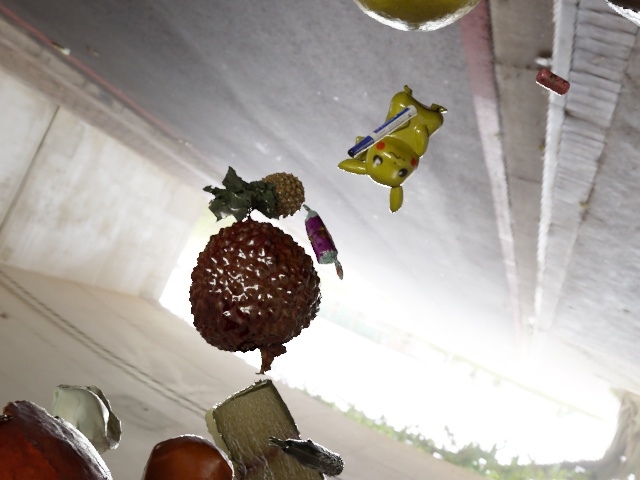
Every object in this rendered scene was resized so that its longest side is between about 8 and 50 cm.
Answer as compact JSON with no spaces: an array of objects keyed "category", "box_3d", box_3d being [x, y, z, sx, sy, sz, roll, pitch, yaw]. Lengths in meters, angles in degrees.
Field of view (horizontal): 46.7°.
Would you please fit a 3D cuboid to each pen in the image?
[{"category":"pen","box_3d":[0.128,-0.226,1.523,0.025,0.204,0.025,34,145,28]}]

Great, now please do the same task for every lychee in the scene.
[{"category":"lychee","box_3d":[-0.120,0.106,1.403,0.265,0.299,0.264,-10,-176,1]}]

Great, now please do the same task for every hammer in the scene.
[{"category":"hammer","box_3d":[0.565,-0.385,1.800,0.083,0.043,0.043,31,176,6]}]

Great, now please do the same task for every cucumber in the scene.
[{"category":"cucumber","box_3d":[-0.016,0.292,1.016,0.043,0.038,0.163,-2,152,27]}]

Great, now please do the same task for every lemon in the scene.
[{"category":"lemon","box_3d":[0.195,-0.588,1.500,0.348,0.347,0.348,24,176,2]}]

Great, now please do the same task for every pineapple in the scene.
[{"category":"pineapple","box_3d":[-0.137,-0.102,1.632,0.119,0.130,0.277,-3,-175,26]}]

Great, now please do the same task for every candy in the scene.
[{"category":"candy","box_3d":[0.000,0.000,1.321,0.175,0.043,0.045,65,-177,37]}]

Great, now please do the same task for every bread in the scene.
[{"category":"bread","box_3d":[-0.114,0.467,1.655,0.345,0.242,0.405,61,159,14]}]

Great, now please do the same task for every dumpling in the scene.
[{"category":"dumpling","box_3d":[-0.528,0.403,1.683,0.151,0.124,0.229,15,-152,-41]}]

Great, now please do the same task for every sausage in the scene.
[{"category":"sausage","box_3d":[-0.221,0.425,1.133,0.141,0.153,0.268,20,-140,-8]}]

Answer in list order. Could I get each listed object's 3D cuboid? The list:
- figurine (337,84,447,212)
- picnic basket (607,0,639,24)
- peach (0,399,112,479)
[{"category":"figurine","box_3d":[0.207,-0.271,2.091,0.218,0.326,0.169,29,174,-4]},{"category":"picnic basket","box_3d":[0.675,-0.495,1.442,0.297,0.222,0.129,7,-170,-42]},{"category":"peach","box_3d":[-0.452,0.379,0.909,0.417,0.339,0.353,26,-150,-39]}]
